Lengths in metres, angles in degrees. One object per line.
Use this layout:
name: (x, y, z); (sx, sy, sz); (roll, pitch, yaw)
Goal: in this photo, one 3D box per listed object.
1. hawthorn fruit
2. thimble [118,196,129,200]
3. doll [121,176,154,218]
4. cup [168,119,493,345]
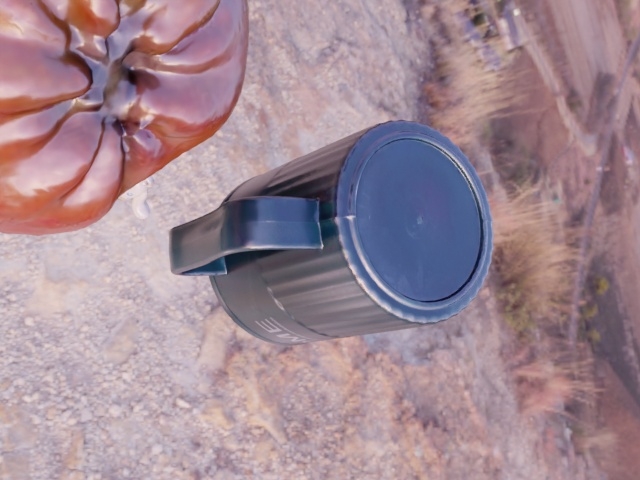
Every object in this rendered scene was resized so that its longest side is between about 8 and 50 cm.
hawthorn fruit: (-0.206, -0.160, 0.473); (0.277, 0.298, 0.276); (-34, 141, -33)
thimble: (-0.371, -0.186, 1.095); (0.291, 0.292, 0.195); (34, 75, -46)
doll: (-0.254, -0.083, 0.918); (0.135, 0.113, 0.071); (59, 44, -29)
cup: (0.009, -0.014, 0.869); (0.308, 0.292, 0.242); (33, 64, -25)
